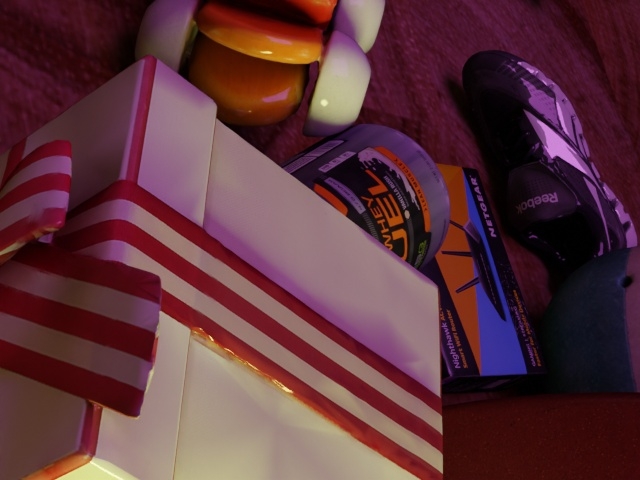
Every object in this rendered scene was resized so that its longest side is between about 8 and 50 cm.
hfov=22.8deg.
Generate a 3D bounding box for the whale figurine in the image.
[{"bbox_3d":[0.263,0.130,1.309,0.216,0.141,0.272,-77,151,-44],"label":"whale figurine"}]

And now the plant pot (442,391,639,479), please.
[{"bbox_3d":[0.163,0.246,0.980,0.267,0.235,0.267,39,40,-27],"label":"plant pot"}]

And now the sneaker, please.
[{"bbox_3d":[0.192,-0.058,1.372,0.234,0.078,0.106,58,32,-7],"label":"sneaker"}]

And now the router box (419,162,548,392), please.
[{"bbox_3d":[0.096,0.028,1.218,0.133,0.046,0.179,3,63,-50],"label":"router box"}]

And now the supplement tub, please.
[{"bbox_3d":[0.000,0.000,1.059,0.117,0.117,0.190,58,35,-3],"label":"supplement tub"}]

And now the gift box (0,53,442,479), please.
[{"bbox_3d":[-0.096,0.097,0.753,0.258,0.255,0.276,37,35,-32],"label":"gift box"}]

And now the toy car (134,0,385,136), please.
[{"bbox_3d":[-0.034,-0.168,1.085,0.159,0.136,0.182,15,46,-2],"label":"toy car"}]
